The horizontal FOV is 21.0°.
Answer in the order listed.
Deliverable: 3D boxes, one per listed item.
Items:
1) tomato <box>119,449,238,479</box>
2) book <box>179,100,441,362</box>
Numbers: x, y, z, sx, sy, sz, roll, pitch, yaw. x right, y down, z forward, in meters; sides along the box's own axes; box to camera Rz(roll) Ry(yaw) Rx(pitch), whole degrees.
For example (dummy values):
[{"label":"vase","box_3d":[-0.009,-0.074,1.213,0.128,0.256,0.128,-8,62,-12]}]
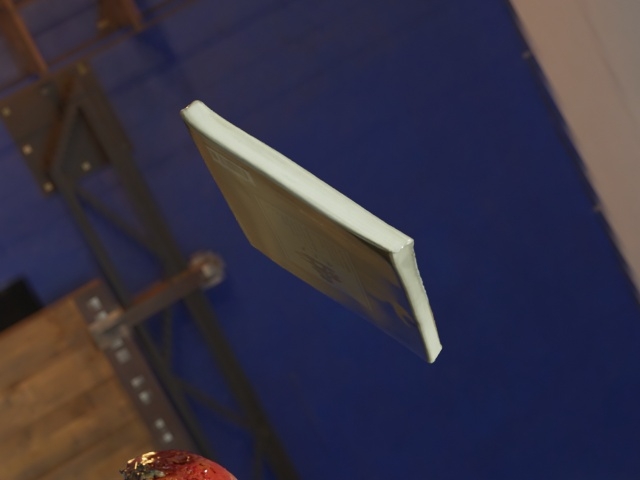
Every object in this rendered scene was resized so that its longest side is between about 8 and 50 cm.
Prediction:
[{"label":"tomato","box_3d":[-0.087,0.244,1.309,0.189,0.099,0.173,-133,-152,-78]},{"label":"book","box_3d":[0.000,0.000,0.936,0.138,0.016,0.199,33,-11,18]}]
